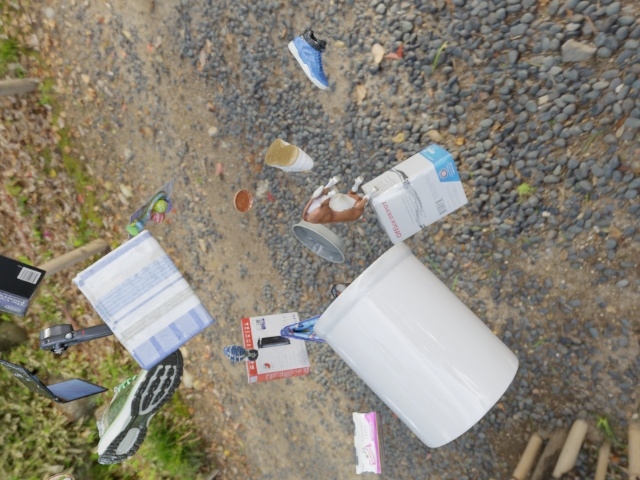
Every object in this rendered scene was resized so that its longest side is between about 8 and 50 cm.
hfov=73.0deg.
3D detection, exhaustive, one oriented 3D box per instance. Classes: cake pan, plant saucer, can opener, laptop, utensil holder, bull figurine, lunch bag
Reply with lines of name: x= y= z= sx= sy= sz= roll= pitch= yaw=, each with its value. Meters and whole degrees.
cake pan: x=0.000 y=0.000 z=2.026 sx=0.293 sy=0.054 sz=0.293 roll=31 pitch=162 yaw=11
plant saucer: x=-0.276 y=-0.141 z=1.543 sx=0.013 sy=0.084 sz=0.083 roll=10 pitch=120 yaw=40
can opener: x=-0.585 y=0.231 z=1.063 sx=0.059 sy=0.186 sz=0.073 roll=138 pitch=121 yaw=-65
laptop: x=-0.909 y=0.460 z=1.478 sx=0.235 sy=0.136 sz=0.264 roll=-2 pitch=126 yaw=36
utensil holder: x=0.225 y=0.250 z=1.068 sx=0.385 sy=0.328 sz=0.327 roll=46 pitch=136 yaw=13
bull figurine: x=0.081 y=-0.125 z=1.463 sx=0.101 sy=0.311 sz=0.188 roll=53 pitch=134 yaw=25
lunch bag: x=-0.027 y=0.412 z=1.993 sx=0.294 sy=0.221 sz=0.137 roll=-10 pitch=74 yaw=26

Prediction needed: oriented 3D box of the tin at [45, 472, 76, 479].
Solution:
tin: x=-0.547 y=0.538 z=0.818 sx=0.106 sy=0.189 sz=0.040 roll=9 pitch=128 yaw=32

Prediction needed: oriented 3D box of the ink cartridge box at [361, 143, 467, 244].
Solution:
ink cartridge box: x=0.335 y=-0.164 z=1.548 sx=0.223 sy=0.308 sz=0.129 roll=58 pitch=-177 yaw=-35

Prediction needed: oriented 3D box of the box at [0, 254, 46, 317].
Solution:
box: x=-0.936 y=0.107 z=1.206 sx=0.262 sy=0.103 sz=0.184 roll=27 pitch=145 yaw=-24

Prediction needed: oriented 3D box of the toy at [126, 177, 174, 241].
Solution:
toy: x=-0.555 y=-0.095 z=1.466 sx=0.056 sy=0.237 sz=0.136 roll=32 pitch=134 yaw=1

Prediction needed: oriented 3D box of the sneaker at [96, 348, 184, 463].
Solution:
sneaker: x=-0.603 y=0.492 z=1.383 sx=0.182 sy=0.158 sz=0.410 roll=32 pitch=88 yaw=34

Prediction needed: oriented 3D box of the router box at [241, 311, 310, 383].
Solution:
router box: x=-0.236 y=0.535 z=2.199 sx=0.082 sy=0.302 sz=0.335 roll=99 pitch=160 yaw=-43

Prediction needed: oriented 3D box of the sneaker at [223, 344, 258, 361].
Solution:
sneaker: x=-0.272 y=0.375 z=1.428 sx=0.058 sy=0.135 sz=0.052 roll=-5 pitch=67 yaw=41

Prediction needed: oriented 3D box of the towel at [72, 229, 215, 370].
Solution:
towel: x=-0.417 y=0.140 z=1.031 sx=0.284 sy=0.209 sz=0.034 roll=54 pitch=173 yaw=-2

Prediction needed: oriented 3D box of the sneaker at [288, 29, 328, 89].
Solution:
sneaker: x=-0.009 y=-0.485 z=1.149 sx=0.085 sy=0.058 sz=0.152 roll=-33 pitch=98 yaw=27

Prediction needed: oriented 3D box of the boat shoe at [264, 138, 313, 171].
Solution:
boat shoe: x=-0.107 y=-0.275 z=1.463 sx=0.098 sy=0.096 sz=0.277 roll=-63 pitch=31 yaw=7

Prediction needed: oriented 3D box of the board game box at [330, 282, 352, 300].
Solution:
board game box: x=0.157 y=0.257 z=1.606 sx=0.243 sy=0.165 sz=0.042 roll=-116 pitch=32 yaw=-42

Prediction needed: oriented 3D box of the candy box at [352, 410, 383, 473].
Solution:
candy box: x=0.149 y=0.595 z=1.295 sx=0.071 sy=0.233 sz=0.159 roll=-7 pitch=69 yaw=10
